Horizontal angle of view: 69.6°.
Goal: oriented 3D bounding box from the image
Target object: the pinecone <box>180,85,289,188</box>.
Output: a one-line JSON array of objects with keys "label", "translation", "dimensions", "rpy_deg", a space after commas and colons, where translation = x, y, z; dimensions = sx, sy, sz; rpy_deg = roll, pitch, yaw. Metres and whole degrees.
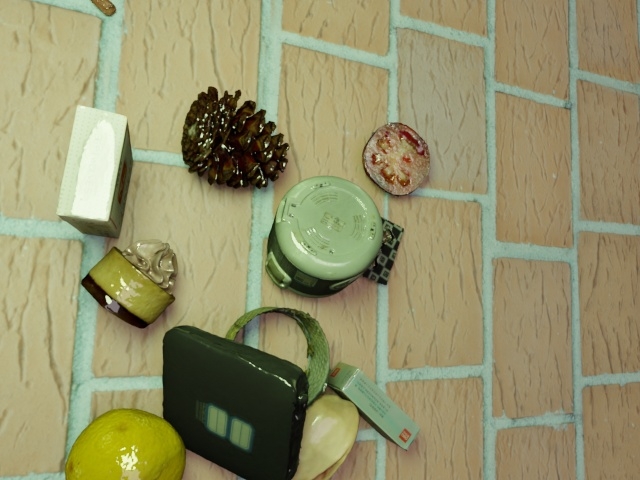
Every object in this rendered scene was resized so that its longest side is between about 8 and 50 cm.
[{"label": "pinecone", "translation": [-0.211, -0.242, 1.169], "dimensions": [0.292, 0.246, 0.246], "rpy_deg": [25, 76, -38]}]

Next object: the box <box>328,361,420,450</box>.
[{"label": "box", "translation": [0.145, 0.458, 1.280], "dimensions": [0.269, 0.135, 0.079], "rpy_deg": [46, 71, -12]}]

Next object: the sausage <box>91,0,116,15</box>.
[{"label": "sausage", "translation": [-0.578, -0.632, 1.150], "dimensions": [0.036, 0.042, 0.158], "rpy_deg": [-38, 99, 18]}]

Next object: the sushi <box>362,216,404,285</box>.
[{"label": "sushi", "translation": [0.161, 0.027, 1.382], "dimensions": [0.139, 0.031, 0.200], "rpy_deg": [26, 73, -17]}]

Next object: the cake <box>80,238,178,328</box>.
[{"label": "cake", "translation": [-0.407, 0.080, 1.056], "dimensions": [0.185, 0.208, 0.178], "rpy_deg": [42, 85, -9]}]

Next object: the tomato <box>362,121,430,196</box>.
[{"label": "tomato", "translation": [0.219, -0.240, 1.401], "dimensions": [0.225, 0.085, 0.224], "rpy_deg": [1, 88, -20]}]

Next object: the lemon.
[{"label": "lemon", "translation": [-0.427, 0.485, 1.003], "dimensions": [0.254, 0.228, 0.228], "rpy_deg": [16, 78, 14]}]

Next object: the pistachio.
[{"label": "pistachio", "translation": [-0.027, 0.523, 1.180], "dimensions": [0.299, 0.187, 0.187], "rpy_deg": [-46, 102, -10]}]

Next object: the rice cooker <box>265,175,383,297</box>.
[{"label": "rice cooker", "translation": [0.000, 0.002, 1.190], "dimensions": [0.289, 0.277, 0.288], "rpy_deg": [5, 68, -13]}]

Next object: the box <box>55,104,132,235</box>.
[{"label": "box", "translation": [-0.469, -0.126, 0.985], "dimensions": [0.095, 0.330, 0.210], "rpy_deg": [9, 82, -20]}]

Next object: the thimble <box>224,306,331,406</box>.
[{"label": "thimble", "translation": [-0.120, 0.304, 1.182], "dimensions": [0.271, 0.150, 0.270], "rpy_deg": [2, 84, -21]}]

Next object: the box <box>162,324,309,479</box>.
[{"label": "box", "translation": [-0.201, 0.373, 1.024], "dimensions": [0.351, 0.091, 0.358], "rpy_deg": [17, 116, 18]}]
